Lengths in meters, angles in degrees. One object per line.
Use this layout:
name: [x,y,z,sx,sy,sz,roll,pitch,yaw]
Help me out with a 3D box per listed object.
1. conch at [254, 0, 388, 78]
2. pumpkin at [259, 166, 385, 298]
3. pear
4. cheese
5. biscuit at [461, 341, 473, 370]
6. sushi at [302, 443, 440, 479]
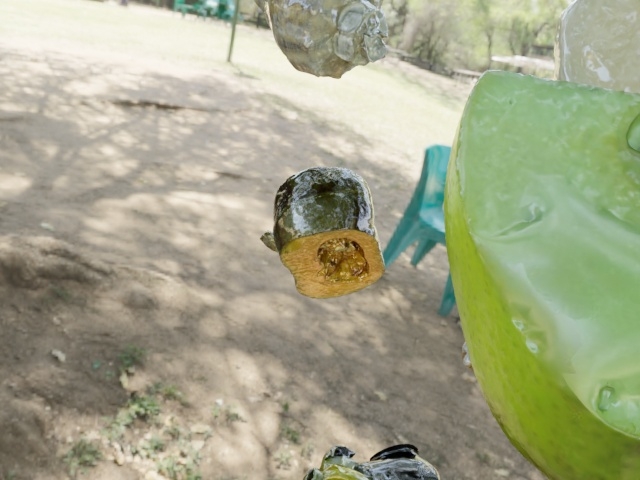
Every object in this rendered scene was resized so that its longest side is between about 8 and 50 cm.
conch: [0.005,-0.349,0.925,0.210,0.159,0.291,-26,71,-32]
pumpkin: [0.000,0.000,1.267,0.222,0.139,0.317,-13,-26,5]
pear: [0.253,0.053,0.534,0.343,0.317,0.238,13,-24,15]
cheese: [0.516,-0.275,1.034,0.318,0.326,0.115,15,0,18]
biscuit: [0.348,0.088,1.116,0.049,0.301,0.196,36,41,-16]
sushi: [0.051,0.523,1.059,0.285,0.328,0.327,7,42,-16]
